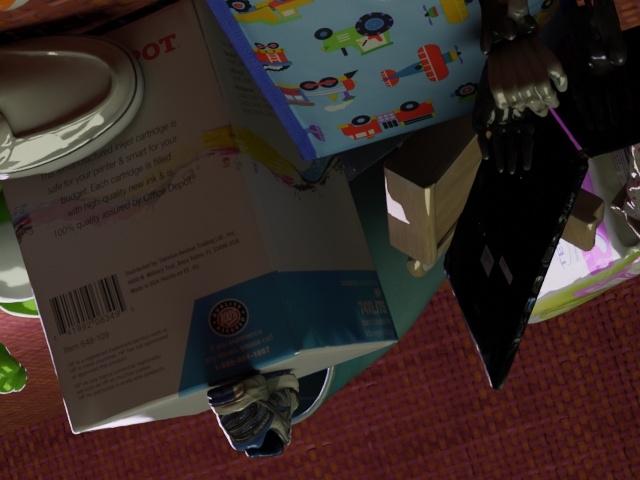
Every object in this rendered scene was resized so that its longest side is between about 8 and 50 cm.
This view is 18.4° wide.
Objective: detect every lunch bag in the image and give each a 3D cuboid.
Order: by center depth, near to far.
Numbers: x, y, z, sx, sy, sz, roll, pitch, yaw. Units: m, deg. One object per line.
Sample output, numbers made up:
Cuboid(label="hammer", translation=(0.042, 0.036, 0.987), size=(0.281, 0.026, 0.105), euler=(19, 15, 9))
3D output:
Cuboid(label="lunch bag", translation=(0.046, -0.178, 1.291), size=(0.221, 0.138, 0.293), euler=(-17, 163, 8))

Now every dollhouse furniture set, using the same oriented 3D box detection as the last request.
Cuboid(label="dollhouse furniture set", translation=(0.244, 0.003, 1.600), size=(0.174, 0.356, 0.303), euler=(-50, 157, -23))

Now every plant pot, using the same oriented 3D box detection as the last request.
Cuboid(label="plant pot", translation=(0.000, 0.000, 1.890), size=(0.255, 0.271, 0.272), euler=(-29, 180, -38))

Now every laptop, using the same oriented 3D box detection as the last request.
Cuboid(label="laptop", translation=(0.204, -0.040, 1.390), size=(0.137, 0.264, 0.234), euler=(16, -163, -10))

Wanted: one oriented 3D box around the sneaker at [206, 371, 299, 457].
Cuboid(label="sneaker", translation=(-0.045, 0.129, 1.419), size=(0.052, 0.058, 0.135), euler=(-20, 172, 15))

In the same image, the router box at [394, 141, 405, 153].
Cuboid(label="router box", translation=(0.111, -0.117, 1.827), size=(0.122, 0.092, 0.038), euler=(-8, 168, -45))

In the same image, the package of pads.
Cuboid(label="package of pads", translation=(0.249, -0.049, 2.053), size=(0.101, 0.229, 0.296), euler=(-11, 170, -28))

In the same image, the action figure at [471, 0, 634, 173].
Cuboid(label="action figure", translation=(0.158, -0.146, 1.171), size=(0.164, 0.141, 0.275), euler=(-17, 153, -7))

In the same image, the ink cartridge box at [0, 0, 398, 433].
Cuboid(label="ink cartridge box", translation=(-0.098, -0.017, 1.496), size=(0.198, 0.270, 0.197), euler=(-20, 172, 22))

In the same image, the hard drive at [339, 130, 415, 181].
Cuboid(label="hard drive", translation=(0.060, -0.121, 1.609), size=(0.172, 0.054, 0.255), euler=(-50, -172, -29))

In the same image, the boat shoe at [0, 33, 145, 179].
Cuboid(label="boat shoe", translation=(-0.255, -0.090, 1.364), size=(0.268, 0.096, 0.088), euler=(-8, 175, -2))

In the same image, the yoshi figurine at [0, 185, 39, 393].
Cuboid(label="yoshi figurine", translation=(-0.277, 0.013, 1.651), size=(0.362, 0.203, 0.203), euler=(-5, 158, -44))

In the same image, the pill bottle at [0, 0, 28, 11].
Cuboid(label="pill bottle", translation=(-0.244, -0.152, 0.902), size=(0.221, 0.121, 0.121), euler=(-12, 170, -29))
